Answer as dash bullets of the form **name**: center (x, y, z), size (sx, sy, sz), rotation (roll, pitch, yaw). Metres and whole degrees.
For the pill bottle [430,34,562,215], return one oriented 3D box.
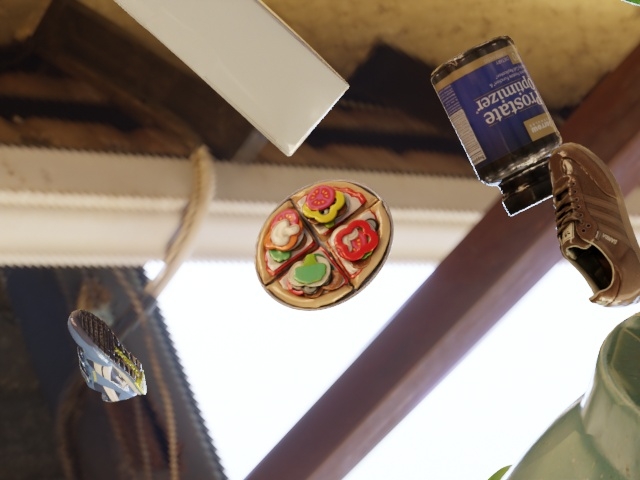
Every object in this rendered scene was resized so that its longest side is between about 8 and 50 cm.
- **pill bottle**: center (0.245, -0.150, 1.914), size (0.123, 0.123, 0.219), rotation (-23, -94, -49)

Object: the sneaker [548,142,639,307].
- **sneaker**: center (0.274, -0.018, 1.478), size (0.071, 0.066, 0.188), rotation (-7, -117, -37)

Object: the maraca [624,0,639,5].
- **maraca**: center (0.177, -0.158, 0.569), size (0.099, 0.185, 0.127), rotation (-85, -20, -61)

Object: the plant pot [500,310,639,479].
- **plant pot**: center (0.175, 0.135, 0.504), size (0.293, 0.196, 0.293), rotation (3, -161, -1)

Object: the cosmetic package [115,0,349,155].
- **cosmetic package**: center (-0.114, -0.230, 1.476), size (0.284, 0.097, 0.377), rotation (39, -175, -9)

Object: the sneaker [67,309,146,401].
- **sneaker**: center (-0.256, 0.138, 1.654), size (0.053, 0.059, 0.144), rotation (-96, -20, -49)

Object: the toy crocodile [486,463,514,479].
- **toy crocodile**: center (0.115, 0.238, 0.771), size (0.115, 0.105, 0.340), rotation (29, -131, -15)

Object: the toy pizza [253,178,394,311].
- **toy pizza**: center (0.000, 0.000, 1.919), size (0.032, 0.201, 0.201), rotation (52, -164, -53)
